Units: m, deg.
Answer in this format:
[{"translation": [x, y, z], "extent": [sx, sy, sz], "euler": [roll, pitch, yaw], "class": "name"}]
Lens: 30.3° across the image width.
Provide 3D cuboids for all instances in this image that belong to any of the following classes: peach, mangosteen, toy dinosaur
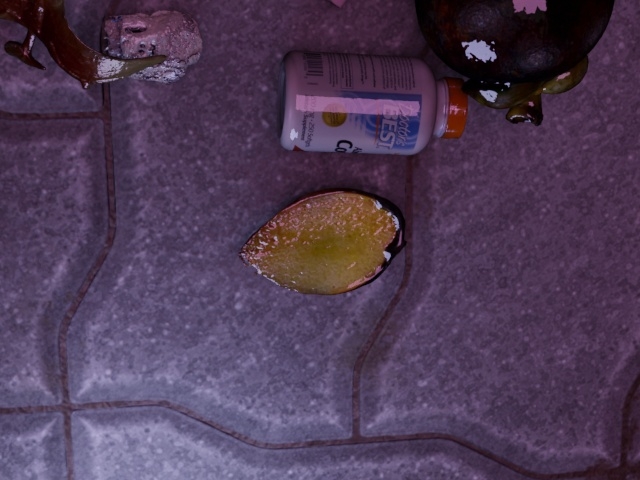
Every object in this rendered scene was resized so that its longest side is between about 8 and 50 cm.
[{"translation": [0.001, -0.001, 1.943], "extent": [0.279, 0.068, 0.189], "euler": [-4, 111, -9], "class": "peach"}, {"translation": [0.298, -0.362, 1.781], "extent": [0.330, 0.330, 0.330], "euler": [-2, 103, -8], "class": "mangosteen"}, {"translation": [-0.396, -0.346, 1.768], "extent": [0.327, 0.113, 0.207], "euler": [18, 134, 19], "class": "toy dinosaur"}]

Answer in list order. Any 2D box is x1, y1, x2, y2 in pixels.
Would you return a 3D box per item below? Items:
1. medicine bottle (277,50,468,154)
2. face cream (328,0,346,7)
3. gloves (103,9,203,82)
[{"translation": [0.081, -0.214, 1.858], "extent": [0.288, 0.157, 0.157], "euler": [2, 102, -8], "class": "medicine bottle"}, {"translation": [0.064, -0.500, 1.835], "extent": [0.107, 0.073, 0.269], "euler": [34, 96, -9], "class": "face cream"}, {"translation": [-0.260, -0.300, 1.836], "extent": [0.153, 0.070, 0.114], "euler": [-3, 103, -7], "class": "gloves"}]
